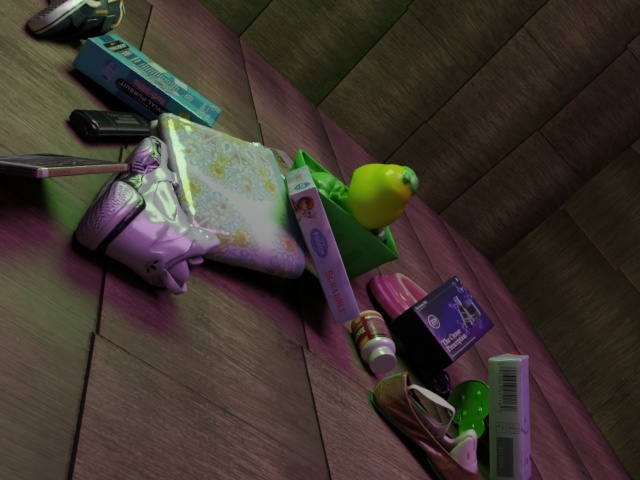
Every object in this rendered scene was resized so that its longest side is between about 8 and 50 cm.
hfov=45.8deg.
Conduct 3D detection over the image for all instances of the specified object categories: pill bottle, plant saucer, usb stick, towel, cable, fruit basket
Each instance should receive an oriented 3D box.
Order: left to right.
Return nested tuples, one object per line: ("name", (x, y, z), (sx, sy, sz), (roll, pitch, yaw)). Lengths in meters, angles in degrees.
("usb stick", (-0.443, -0.249, 1.645), (0.077, 0.045, 0.278), (40, 16, 6))
("towel", (-0.206, -0.097, 1.659), (0.320, 0.090, 0.375), (14, 44, -40))
("fruit basket", (0.100, -0.109, 2.105), (0.392, 0.392, 0.283), (38, 18, -27))
("pill bottle", (0.130, 0.246, 1.826), (0.086, 0.086, 0.152), (36, 18, -32))
("plant saucer", (0.290, 0.212, 2.269), (0.332, 0.084, 0.332), (42, 11, -10))
("cable", (0.305, 0.350, 2.088), (0.184, 0.047, 0.150), (53, 17, 23))

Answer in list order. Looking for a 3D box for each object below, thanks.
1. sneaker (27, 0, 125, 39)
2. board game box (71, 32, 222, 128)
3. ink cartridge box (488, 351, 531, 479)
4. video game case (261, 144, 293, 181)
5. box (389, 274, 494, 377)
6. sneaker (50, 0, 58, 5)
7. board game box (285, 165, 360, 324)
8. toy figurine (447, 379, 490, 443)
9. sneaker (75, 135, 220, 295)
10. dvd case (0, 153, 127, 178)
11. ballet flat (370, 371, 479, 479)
("sneaker", (-0.567, -0.542, 1.827), (0.127, 0.126, 0.321), (64, 32, -28))
("board game box", (-0.409, -0.367, 1.848), (0.336, 0.079, 0.254), (35, 14, -12))
("ink cartridge box", (0.528, 0.457, 2.015), (0.385, 0.091, 0.308), (10, 78, -64))
("video game case", (-0.104, -0.212, 2.446), (0.227, 0.026, 0.206), (52, 17, 14))
("box", (0.336, 0.229, 2.071), (0.184, 0.103, 0.261), (51, 39, 10))
("sneaker", (-0.642, -0.651, 2.019), (0.153, 0.101, 0.269), (31, 28, -45))
("board game box", (0.000, 0.000, 1.806), (0.318, 0.065, 0.319), (-108, 178, -76))
("toy figurine", (0.429, 0.481, 2.009), (0.159, 0.130, 0.173), (45, 35, -40))
("sneaker", (-0.295, -0.044, 1.374), (0.210, 0.137, 0.366), (41, 22, -19))
("dvd case", (-0.437, -0.121, 1.194), (0.164, 0.018, 0.221), (9, 11, 19))
("ballet flat", (0.261, 0.424, 1.662), (0.342, 0.124, 0.116), (49, 17, 7))
